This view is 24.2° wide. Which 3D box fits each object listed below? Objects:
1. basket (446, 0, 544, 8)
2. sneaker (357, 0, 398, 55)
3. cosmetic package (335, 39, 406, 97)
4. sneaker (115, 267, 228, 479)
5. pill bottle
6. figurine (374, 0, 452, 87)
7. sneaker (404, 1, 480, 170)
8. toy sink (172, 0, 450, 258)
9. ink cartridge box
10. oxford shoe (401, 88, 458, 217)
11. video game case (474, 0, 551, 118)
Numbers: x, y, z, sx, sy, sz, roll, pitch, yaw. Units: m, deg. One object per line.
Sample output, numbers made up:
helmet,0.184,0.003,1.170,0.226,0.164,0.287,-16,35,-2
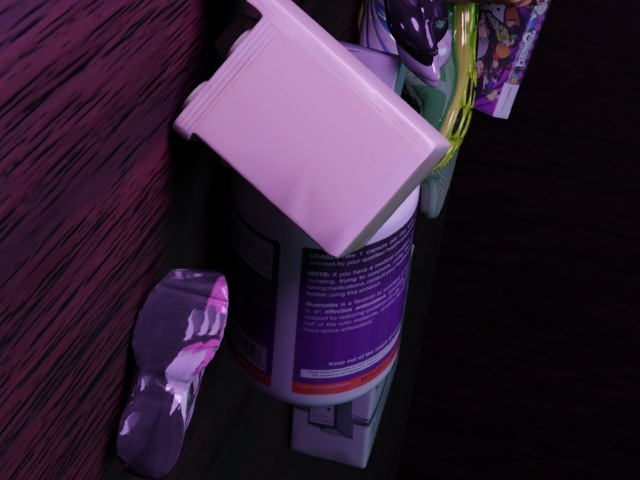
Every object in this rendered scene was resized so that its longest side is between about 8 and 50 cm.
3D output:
basket,0.187,-0.432,1.704,0.223,0.213,0.299,15,88,-60
sneaker,0.082,-0.331,1.871,0.126,0.091,0.240,8,96,-63
cosmetic package,0.015,-0.099,1.622,0.085,0.117,0.231,-40,144,-76
sneaker,-0.128,0.104,1.236,0.077,0.072,0.178,178,-66,-87
pill bottle,0.000,0.000,1.454,0.181,0.181,0.323,-68,168,-46
figurine,0.071,-0.255,1.484,0.209,0.092,0.215,64,5,7
sneaker,0.144,-0.232,1.970,0.109,0.123,0.295,44,50,-72
toy sink,-0.026,-0.106,1.223,0.131,0.234,0.153,-48,176,9
ink cartridge box,0.043,0.155,2.135,0.289,0.121,0.211,93,14,-49
oxford shoe,0.130,-0.137,2.215,0.449,0.130,0.169,33,68,-76
video game case,0.196,-0.304,2.047,0.042,0.232,0.210,2,112,-50
